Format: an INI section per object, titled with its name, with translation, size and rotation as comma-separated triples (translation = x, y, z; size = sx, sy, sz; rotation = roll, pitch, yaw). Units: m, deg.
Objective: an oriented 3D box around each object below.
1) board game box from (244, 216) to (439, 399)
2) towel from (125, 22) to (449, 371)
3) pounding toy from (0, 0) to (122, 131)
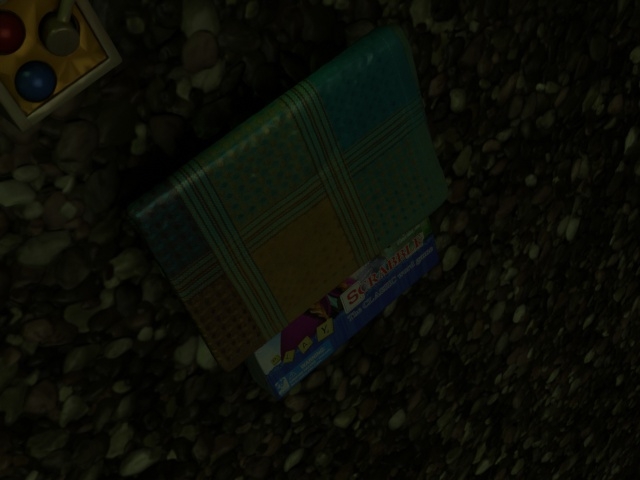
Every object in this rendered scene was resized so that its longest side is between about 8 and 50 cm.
[board game box]
translation = 0.000, 0.000, 1.041
size = 0.319, 0.066, 0.318
rotation = -39, 135, -19
[towel]
translation = -0.016, -0.047, 0.924
size = 0.370, 0.040, 0.271
rotation = -38, 132, -18
[pounding toy]
translation = -0.237, -0.186, 0.682
size = 0.141, 0.100, 0.130
rotation = -41, 136, -17
